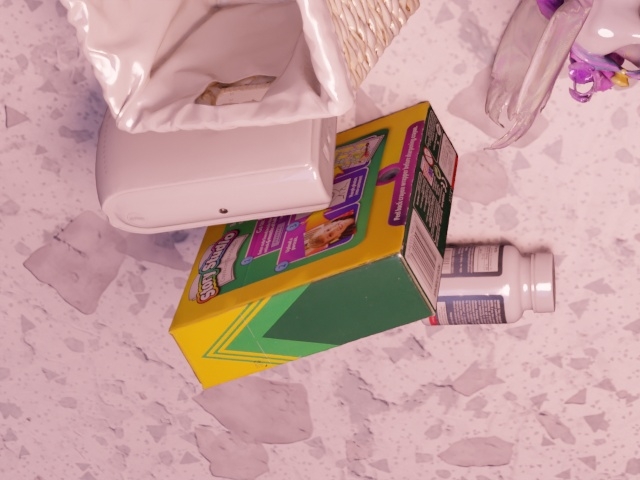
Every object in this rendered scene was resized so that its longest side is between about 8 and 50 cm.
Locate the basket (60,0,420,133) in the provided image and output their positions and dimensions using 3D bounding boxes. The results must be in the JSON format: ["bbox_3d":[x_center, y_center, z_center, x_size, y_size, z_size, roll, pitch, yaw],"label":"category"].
[{"bbox_3d":[-0.105,-0.331,1.798,0.328,0.266,0.331,-2,124,32],"label":"basket"}]

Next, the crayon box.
[{"bbox_3d":[0.000,0.000,1.973,0.313,0.363,0.106,-20,118,22],"label":"crayon box"}]

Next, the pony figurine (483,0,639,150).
[{"bbox_3d":[0.326,-0.265,1.824,0.363,0.303,0.351,13,103,-4],"label":"pony figurine"}]

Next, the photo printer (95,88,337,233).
[{"bbox_3d":[-0.134,-0.136,1.981,0.307,0.256,0.107,-7,141,16],"label":"photo printer"}]

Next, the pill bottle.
[{"bbox_3d":[0.225,0.060,2.125,0.180,0.108,0.108,-2,122,12],"label":"pill bottle"}]
